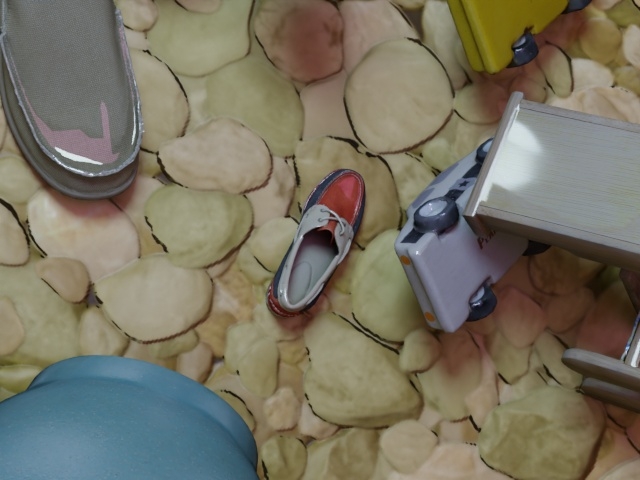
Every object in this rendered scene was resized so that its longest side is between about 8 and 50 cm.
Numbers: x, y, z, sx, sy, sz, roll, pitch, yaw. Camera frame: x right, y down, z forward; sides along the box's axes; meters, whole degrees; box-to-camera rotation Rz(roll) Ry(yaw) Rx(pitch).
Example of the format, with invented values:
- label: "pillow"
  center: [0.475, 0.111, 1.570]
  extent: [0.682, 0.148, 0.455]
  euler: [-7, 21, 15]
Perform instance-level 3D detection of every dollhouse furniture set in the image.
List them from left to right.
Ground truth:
- label: "dollhouse furniture set"
  center: [0.234, -0.001, 1.155]
  extent: [0.161, 0.242, 0.212]
  euler: [16, 74, 28]

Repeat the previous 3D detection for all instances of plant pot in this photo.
- label: "plant pot"
  center: [-0.149, 0.203, 0.983]
  extent: [0.293, 0.293, 0.196]
  euler: [25, 49, -10]

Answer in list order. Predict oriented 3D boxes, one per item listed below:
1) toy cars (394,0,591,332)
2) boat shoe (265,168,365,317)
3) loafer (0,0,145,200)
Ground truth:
- label: "toy cars"
  center: [0.131, -0.113, 1.187]
  extent: [0.176, 0.087, 0.394]
  euler: [21, 76, -45]
- label: "boat shoe"
  center: [0.000, 0.000, 1.158]
  extent: [0.049, 0.043, 0.137]
  euler: [31, 73, -6]
- label: "loafer"
  center: [-0.201, -0.162, 1.105]
  extent: [0.102, 0.092, 0.269]
  euler: [-16, 85, -17]
